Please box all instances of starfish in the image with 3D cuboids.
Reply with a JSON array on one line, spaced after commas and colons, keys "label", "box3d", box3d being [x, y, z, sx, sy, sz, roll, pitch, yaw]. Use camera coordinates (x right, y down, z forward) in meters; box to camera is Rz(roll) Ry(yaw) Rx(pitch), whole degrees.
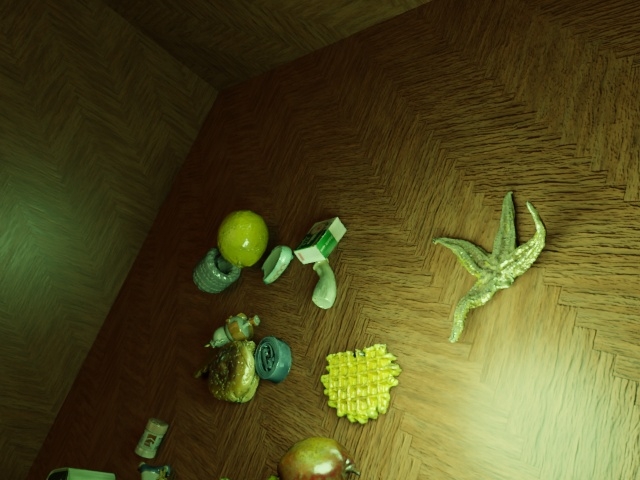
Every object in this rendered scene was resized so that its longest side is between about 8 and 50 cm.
[{"label": "starfish", "box3d": [0.482, 0.045, 1.309, 0.398, 0.132, 0.383, -52, 28, 30]}]

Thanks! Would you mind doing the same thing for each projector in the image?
[{"label": "projector", "box3d": [-1.188, 1.258, 2.199, 0.249, 0.249, 0.248, -25, 47, 34]}]

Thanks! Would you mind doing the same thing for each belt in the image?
[{"label": "belt", "box3d": [-0.186, 0.466, 1.784, 0.141, 0.082, 0.190, -44, 37, 16]}]

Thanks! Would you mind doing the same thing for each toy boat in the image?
[{"label": "toy boat", "box3d": [-0.195, 0.109, 2.075, 0.207, 0.079, 0.134, -52, 28, 25]}]

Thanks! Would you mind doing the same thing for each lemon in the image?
[{"label": "lemon", "box3d": [-0.380, -0.008, 2.201, 0.254, 0.254, 0.310, -18, 52, 40]}]

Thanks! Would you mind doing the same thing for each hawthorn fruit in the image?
[{"label": "hawthorn fruit", "box3d": [0.003, 0.689, 1.335, 0.249, 0.208, 0.207, -17, 50, 17]}]

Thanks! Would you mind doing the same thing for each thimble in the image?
[{"label": "thimble", "box3d": [-0.532, 0.146, 2.299, 0.172, 0.205, 0.236, -35, 43, 29]}]

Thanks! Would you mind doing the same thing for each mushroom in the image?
[{"label": "mushroom", "box3d": [0.016, 0.158, 1.785, 0.092, 0.081, 0.223, -15, 48, 16]}]

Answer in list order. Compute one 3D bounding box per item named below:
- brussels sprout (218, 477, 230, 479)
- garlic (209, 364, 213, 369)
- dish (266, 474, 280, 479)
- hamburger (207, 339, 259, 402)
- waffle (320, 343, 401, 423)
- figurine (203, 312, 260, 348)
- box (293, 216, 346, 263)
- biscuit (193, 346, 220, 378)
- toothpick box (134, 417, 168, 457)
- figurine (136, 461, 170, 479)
[{"label": "brussels sprout", "box3d": [-0.357, 0.912, 1.686, 0.083, 0.046, 0.050, 8, 64, 51]}, {"label": "garlic", "box3d": [-0.448, 0.580, 2.000, 0.113, 0.094, 0.074, -62, 5, -6]}, {"label": "dish", "box3d": [-0.144, 0.889, 1.413, 0.262, 0.108, 0.221, -57, 37, 3]}, {"label": "hamburger", "box3d": [-0.346, 0.538, 1.871, 0.286, 0.146, 0.243, -48, 44, 11]}, {"label": "waffle", "box3d": [0.129, 0.444, 1.467, 0.283, 0.065, 0.309, -57, 40, 4]}, {"label": "figurine", "box3d": [-0.395, 0.402, 1.988, 0.272, 0.143, 0.143, -13, 50, 8]}, {"label": "box", "box3d": [0.000, 0.000, 1.858, 0.135, 0.081, 0.199, -14, 27, 43]}, {"label": "biscuit", "box3d": [-0.505, 0.551, 2.091, 0.240, 0.035, 0.158, -47, 14, 15]}, {"label": "toothpick box", "box3d": [-0.790, 0.924, 2.117, 0.099, 0.098, 0.148, 10, 73, 51]}, {"label": "figurine", "box3d": [-0.733, 1.088, 1.906, 0.158, 0.161, 0.275, 103, 177, -59]}]
